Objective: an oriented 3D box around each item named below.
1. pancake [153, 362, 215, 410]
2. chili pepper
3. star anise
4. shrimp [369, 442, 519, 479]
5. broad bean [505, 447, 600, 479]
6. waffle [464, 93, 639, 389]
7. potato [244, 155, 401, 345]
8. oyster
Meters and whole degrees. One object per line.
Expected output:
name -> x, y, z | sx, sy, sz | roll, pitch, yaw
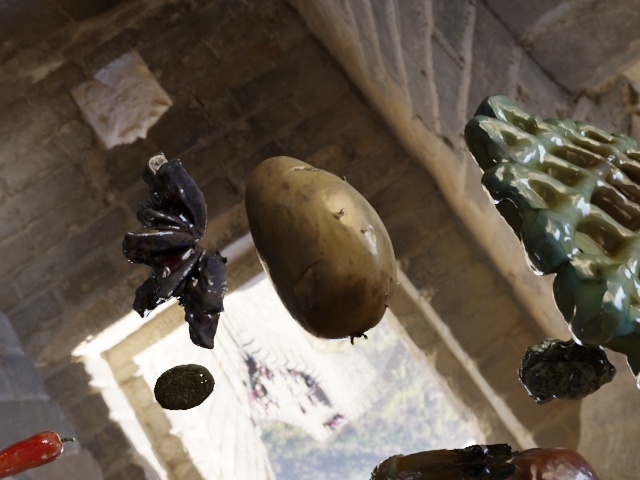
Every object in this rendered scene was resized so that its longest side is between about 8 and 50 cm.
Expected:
pancake -> -0.243, 0.264, 1.133 | 0.115, 0.011, 0.114 | -7, 122, -11
chili pepper -> -0.579, 0.420, 1.237 | 0.071, 0.063, 0.272 | -60, 163, 7
star anise -> -0.199, 0.011, 0.849 | 0.129, 0.282, 0.212 | -6, 173, -18
shrimp -> 0.122, 0.227, 0.608 | 0.099, 0.041, 0.180 | 24, 143, -23
broad bean -> 0.243, 0.344, 0.712 | 0.122, 0.156, 0.228 | -31, -146, 64
waffle -> 0.240, 0.002, 0.452 | 0.292, 0.309, 0.056 | 11, 130, -22
potato -> 0.000, 0.004, 0.654 | 0.128, 0.235, 0.161 | -16, 118, -23
oyster -> 0.376, 0.204, 0.991 | 0.064, 0.125, 0.177 | -46, -177, -41
